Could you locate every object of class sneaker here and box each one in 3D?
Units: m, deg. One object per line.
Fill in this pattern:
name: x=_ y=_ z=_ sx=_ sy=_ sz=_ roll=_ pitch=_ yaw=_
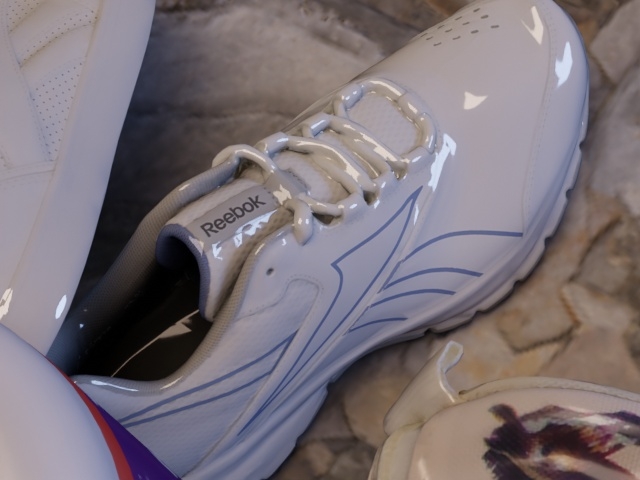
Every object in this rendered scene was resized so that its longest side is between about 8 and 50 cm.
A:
sneaker: x=0.000 y=0.000 z=0.808 sx=0.297 sy=0.129 sz=0.111 roll=-45 pitch=63 yaw=-8
sneaker: x=-0.167 y=-0.074 z=0.781 sx=0.169 sy=0.108 sz=0.292 roll=26 pitch=36 yaw=-16

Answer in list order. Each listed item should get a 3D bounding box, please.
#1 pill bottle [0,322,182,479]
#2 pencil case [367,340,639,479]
pill bottle: x=-0.109 y=0.148 z=0.664 sx=0.182 sy=0.323 sz=0.181 roll=-5 pitch=67 yaw=12
pencil case: x=0.038 y=0.238 z=0.594 sx=0.183 sy=0.160 sz=0.410 roll=34 pitch=56 yaw=-19
